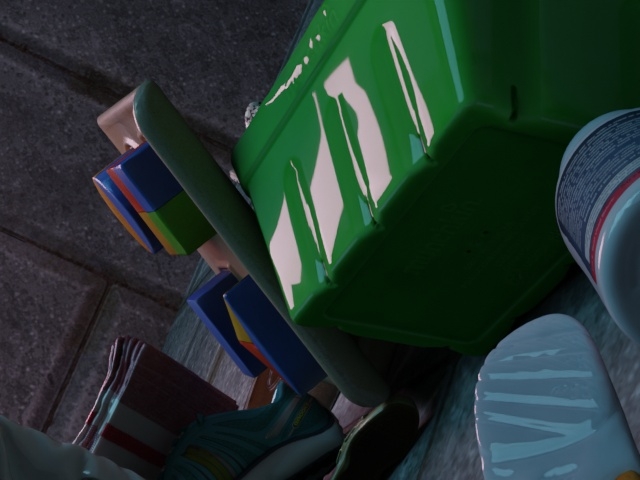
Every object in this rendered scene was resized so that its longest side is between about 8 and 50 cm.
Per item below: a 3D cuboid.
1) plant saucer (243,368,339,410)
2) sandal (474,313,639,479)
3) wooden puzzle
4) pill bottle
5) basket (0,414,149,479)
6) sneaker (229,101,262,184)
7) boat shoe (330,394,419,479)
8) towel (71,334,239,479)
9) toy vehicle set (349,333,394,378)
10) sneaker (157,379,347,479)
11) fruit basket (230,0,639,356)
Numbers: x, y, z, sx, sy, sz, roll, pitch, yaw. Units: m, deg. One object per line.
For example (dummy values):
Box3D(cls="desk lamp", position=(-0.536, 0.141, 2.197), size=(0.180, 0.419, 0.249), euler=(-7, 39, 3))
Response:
Box3D(cls="plant saucer", position=(-0.023, 0.140, 1.712), size=(0.310, 0.050, 0.310), euler=(-62, 10, 20))
Box3D(cls="sandal", position=(0.138, 0.148, 0.722), size=(0.102, 0.076, 0.265), euler=(-32, 37, 27))
Box3D(cls="wooden puzzle", position=(-0.095, 0.016, 1.333), size=(0.080, 0.322, 0.348), euler=(-39, 9, -8))
Box3D(cls="pill bottle", position=(0.184, -0.014, 0.801), size=(0.108, 0.108, 0.180), euler=(-62, 10, 14))
Box3D(cls="basket", position=(-0.171, 0.326, 1.114), size=(0.266, 0.328, 0.331), euler=(-64, 13, 1))
Box3D(cls="sneaker", position=(-0.010, -0.129, 1.925), size=(0.410, 0.182, 0.158), euler=(-50, 17, 55))
Box3D(cls="boat shoe", position=(0.042, 0.170, 1.262), size=(0.135, 0.050, 0.045), euler=(-57, 17, 37))
Box3D(cls="towel", position=(-0.197, 0.265, 1.382), size=(0.329, 0.037, 0.237), euler=(-64, -26, -11))
Box3D(cls="toy vehicle set", position=(0.011, -0.008, 1.400), size=(0.166, 0.035, 0.266), euler=(100, 155, -58))
Box3D(cls="sneaker", position=(-0.103, 0.219, 1.377), size=(0.275, 0.110, 0.107), euler=(-25, -25, -33))
Box3D(cls="fruit basket", position=(0.117, -0.141, 1.127), size=(0.392, 0.283, 0.392), euler=(-169, 90, -70))
